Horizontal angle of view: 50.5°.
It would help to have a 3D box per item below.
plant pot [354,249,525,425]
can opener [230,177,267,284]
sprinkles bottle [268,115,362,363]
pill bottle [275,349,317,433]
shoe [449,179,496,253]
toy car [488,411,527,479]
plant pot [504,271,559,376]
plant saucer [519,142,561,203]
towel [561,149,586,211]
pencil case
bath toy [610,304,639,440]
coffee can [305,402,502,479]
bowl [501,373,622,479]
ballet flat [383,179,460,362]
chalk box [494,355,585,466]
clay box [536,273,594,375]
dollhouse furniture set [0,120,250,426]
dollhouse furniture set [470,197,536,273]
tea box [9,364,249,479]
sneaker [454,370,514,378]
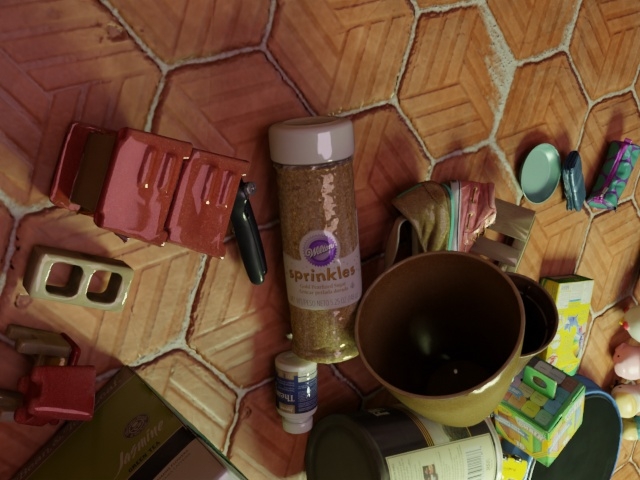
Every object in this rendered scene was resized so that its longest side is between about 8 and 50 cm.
[{"bbox_3d":[0.197,0.182,1.041,0.237,0.237,0.254,-47,143,-17],"label":"plant pot"},{"bbox_3d":[-0.111,-0.022,0.970,0.059,0.073,0.186,-68,145,-53],"label":"can opener"},{"bbox_3d":[0.000,0.000,1.005,0.121,0.121,0.355,-17,112,-31],"label":"sprinkles bottle"},{"bbox_3d":[-0.038,0.240,1.074,0.067,0.067,0.120,-11,108,-33],"label":"pill bottle"},{"bbox_3d":[0.267,-0.018,1.201,0.081,0.063,0.178,1,97,6],"label":"shoe"},{"bbox_3d":[0.294,0.457,1.372,0.225,0.053,0.239,-41,114,-15],"label":"toy car"},{"bbox_3d":[0.330,0.169,1.241,0.167,0.167,0.165,-40,154,-21],"label":"plant pot"},{"bbox_3d":[0.427,-0.132,1.334,0.119,0.021,0.119,-9,107,-33],"label":"plant saucer"},{"bbox_3d":[0.516,-0.120,1.385,0.067,0.029,0.119,-56,136,-33],"label":"towel"},{"bbox_3d":[0.626,-0.138,1.447,0.070,0.064,0.151,29,84,-62],"label":"pencil case"},{"bbox_3d":[0.765,0.306,1.628,0.151,0.129,0.348,-12,109,-15],"label":"bath toy"},{"bbox_3d":[0.142,0.379,1.155,0.275,0.201,0.201,1,102,-36],"label":"coffee can"},{"bbox_3d":[0.558,0.504,1.562,0.391,0.077,0.391,-10,108,-34],"label":"bowl"},{"bbox_3d":[0.170,0.068,1.161,0.124,0.116,0.342,-12,111,-12],"label":"ballet flat"},{"bbox_3d":[0.436,0.328,1.359,0.132,0.132,0.213,-43,140,-19],"label":"chalk box"},{"bbox_3d":[0.515,0.188,1.463,0.127,0.053,0.222,-2,104,-35],"label":"clay box"},{"bbox_3d":[-0.243,0.055,0.796,0.152,0.201,0.374,16,92,-37],"label":"dollhouse furniture set"},{"bbox_3d":[0.325,0.003,1.295,0.144,0.123,0.151,-69,162,0],"label":"dollhouse furniture set"},{"bbox_3d":[-0.235,0.380,0.811,0.329,0.323,0.220,-46,123,-16],"label":"tea box"},{"bbox_3d":[0.352,0.242,1.335,0.212,0.094,0.080,-41,121,-20],"label":"sneaker"}]
